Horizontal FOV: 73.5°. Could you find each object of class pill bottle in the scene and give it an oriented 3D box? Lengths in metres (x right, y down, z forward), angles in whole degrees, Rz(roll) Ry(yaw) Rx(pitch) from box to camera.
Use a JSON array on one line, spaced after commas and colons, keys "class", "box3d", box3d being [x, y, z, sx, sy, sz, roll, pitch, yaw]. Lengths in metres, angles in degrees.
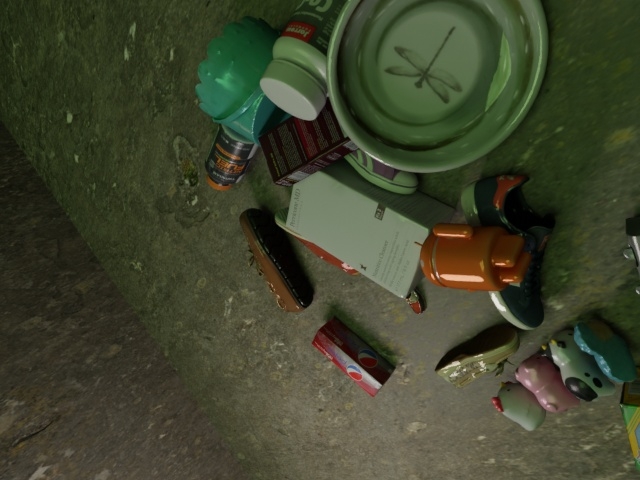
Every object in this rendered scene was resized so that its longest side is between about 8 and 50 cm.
[{"class": "pill bottle", "box3d": [0.002, -0.408, 0.891, 0.161, 0.283, 0.161, 29, 174, 4]}, {"class": "pill bottle", "box3d": [-0.282, -0.265, 1.337, 0.130, 0.130, 0.245, 48, 136, 9]}]

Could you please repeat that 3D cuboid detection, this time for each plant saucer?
[{"class": "plant saucer", "box3d": [0.213, -0.336, 0.829, 0.401, 0.100, 0.399, 2, 119, 4]}]

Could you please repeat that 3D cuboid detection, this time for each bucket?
[{"class": "bucket", "box3d": [-0.151, -0.384, 1.072, 0.183, 0.281, 0.281, 39, 133, 13]}]

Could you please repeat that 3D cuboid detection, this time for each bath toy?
[{"class": "bath toy", "box3d": [0.516, 0.314, 0.973, 0.129, 0.151, 0.348, 13, 135, -11]}]

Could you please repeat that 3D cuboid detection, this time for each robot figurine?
[{"class": "robot figurine", "box3d": [0.294, 0.037, 0.852, 0.220, 0.158, 0.128, -1, 82, 48]}]

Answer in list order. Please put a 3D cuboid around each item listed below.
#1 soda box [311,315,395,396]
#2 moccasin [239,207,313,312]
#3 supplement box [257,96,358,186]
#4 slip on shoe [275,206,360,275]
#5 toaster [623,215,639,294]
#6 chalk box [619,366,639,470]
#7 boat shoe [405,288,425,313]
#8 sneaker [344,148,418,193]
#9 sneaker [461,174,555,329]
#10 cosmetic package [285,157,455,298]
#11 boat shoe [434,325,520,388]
[{"class": "soda box", "box3d": [0.103, 0.373, 1.386, 0.263, 0.092, 0.083, 38, 133, 19]}, {"class": "moccasin", "box3d": [-0.164, 0.070, 1.430, 0.147, 0.139, 0.379, -19, 109, 36]}, {"class": "supplement box", "box3d": [-0.020, -0.235, 1.004, 0.240, 0.073, 0.130, -25, 78, 25]}, {"class": "slip on shoe", "box3d": [0.000, 0.000, 1.258, 0.332, 0.123, 0.101, 29, 133, 20]}, {"class": "toaster", "box3d": [0.639, 0.033, 0.728, 0.186, 0.110, 0.167, -15, 104, 44]}, {"class": "chalk box", "box3d": [0.701, 0.380, 0.852, 0.132, 0.132, 0.212, -11, 107, 44]}, {"class": "boat shoe", "box3d": [0.245, 0.146, 1.175, 0.049, 0.043, 0.136, -16, 103, 42]}, {"class": "sneaker", "box3d": [0.137, -0.239, 1.016, 0.282, 0.102, 0.161, 41, 130, 16]}, {"class": "sneaker", "box3d": [0.423, 0.026, 0.893, 0.148, 0.131, 0.349, -16, 102, 49]}, {"class": "cosmetic package", "box3d": [0.111, -0.057, 1.096, 0.385, 0.156, 0.217, 29, 127, 25]}, {"class": "boat shoe", "box3d": [0.409, 0.301, 1.089, 0.089, 0.105, 0.285, 45, 145, 6]}]
